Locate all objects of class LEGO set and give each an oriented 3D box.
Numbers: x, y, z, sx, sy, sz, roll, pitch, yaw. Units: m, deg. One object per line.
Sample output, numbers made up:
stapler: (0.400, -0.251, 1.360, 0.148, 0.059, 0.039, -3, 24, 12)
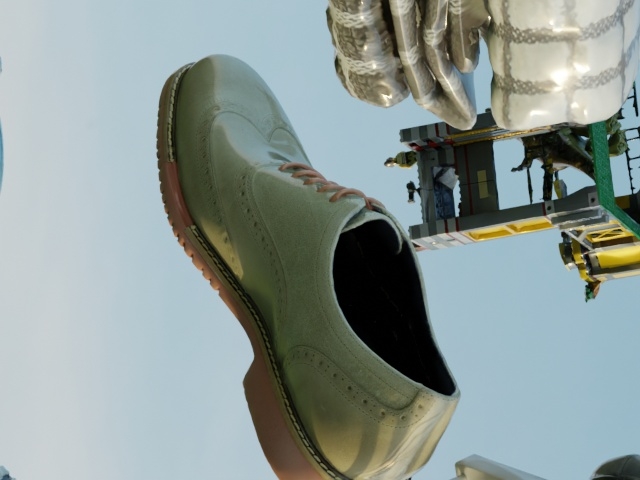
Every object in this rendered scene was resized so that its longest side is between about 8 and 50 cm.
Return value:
LEGO set: (0.160, -0.106, 1.636, 0.192, 0.255, 0.331, -10, -97, 22)

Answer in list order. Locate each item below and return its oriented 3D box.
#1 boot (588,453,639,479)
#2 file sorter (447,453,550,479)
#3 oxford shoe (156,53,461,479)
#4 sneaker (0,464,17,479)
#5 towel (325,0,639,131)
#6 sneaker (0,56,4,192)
boot: (0.335, 0.175, 1.528, 0.118, 0.338, 0.222, 13, -107, 40)
file sorter: (0.117, 0.319, 1.301, 0.193, 0.173, 0.277, 12, -65, 56)
oxford shoe: (0.000, 0.000, 1.350, 0.146, 0.140, 0.397, -49, -128, 34)
sneaker: (-0.219, 0.162, 1.240, 0.099, 0.153, 0.282, 97, -28, -69)
towel: (0.063, -0.197, 0.565, 0.283, 0.121, 0.235, -62, 153, -42)
sneaker: (-0.358, -0.023, 1.130, 0.135, 0.366, 0.150, 18, 62, -69)
